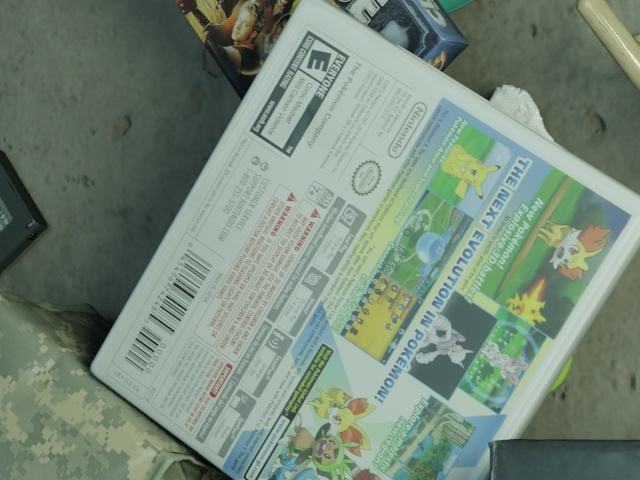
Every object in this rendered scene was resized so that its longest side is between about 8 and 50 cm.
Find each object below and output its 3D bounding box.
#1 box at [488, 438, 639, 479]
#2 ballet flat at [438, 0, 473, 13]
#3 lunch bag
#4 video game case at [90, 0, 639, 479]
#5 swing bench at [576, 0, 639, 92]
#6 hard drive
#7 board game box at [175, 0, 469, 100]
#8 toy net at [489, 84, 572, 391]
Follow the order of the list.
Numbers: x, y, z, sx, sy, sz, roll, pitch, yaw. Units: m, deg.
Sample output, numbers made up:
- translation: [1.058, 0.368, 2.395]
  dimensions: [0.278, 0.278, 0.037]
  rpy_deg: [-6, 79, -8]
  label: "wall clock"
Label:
- translation: [0.319, 0.272, 1.123]
  dimensions: [0.395, 0.212, 0.293]
  rpy_deg: [-3, 80, 28]
  label: "box"
- translation: [0.179, -0.263, 1.370]
  dimensions: [0.342, 0.116, 0.124]
  rpy_deg: [-16, 56, 30]
  label: "ballet flat"
- translation: [-0.220, 0.224, 1.453]
  dimensions: [0.235, 0.169, 0.287]
  rpy_deg: [38, 100, 29]
  label: "lunch bag"
- translation: [0.029, 0.038, 1.302]
  dimensions: [0.300, 0.036, 0.329]
  rpy_deg: [34, 101, 18]
  label: "video game case"
- translation: [0.354, -0.124, 1.208]
  dimensions: [0.253, 0.165, 0.255]
  rpy_deg: [-38, 70, 17]
  label: "swing bench"
- translation: [-0.312, -0.004, 1.630]
  dimensions: [0.135, 0.022, 0.094]
  rpy_deg: [-42, 65, 16]
  label: "hard drive"
- translation: [-0.016, -0.185, 1.392]
  dimensions: [0.165, 0.042, 0.243]
  rpy_deg: [-45, 65, 26]
  label: "board game box"
- translation: [0.129, 0.001, 1.377]
  dimensions: [0.122, 0.045, 0.232]
  rpy_deg: [-3, 77, 36]
  label: "toy net"
